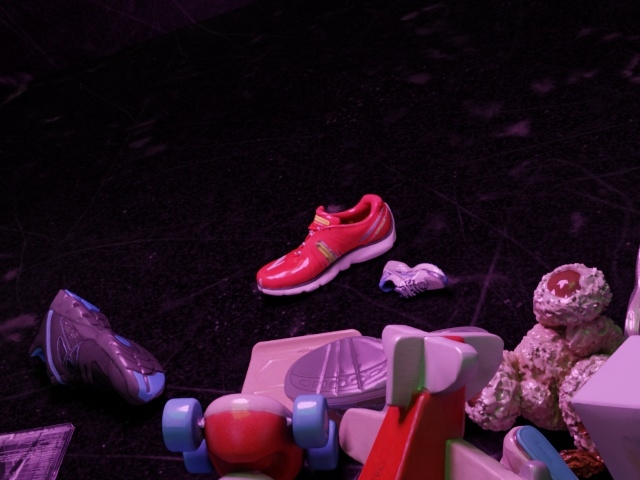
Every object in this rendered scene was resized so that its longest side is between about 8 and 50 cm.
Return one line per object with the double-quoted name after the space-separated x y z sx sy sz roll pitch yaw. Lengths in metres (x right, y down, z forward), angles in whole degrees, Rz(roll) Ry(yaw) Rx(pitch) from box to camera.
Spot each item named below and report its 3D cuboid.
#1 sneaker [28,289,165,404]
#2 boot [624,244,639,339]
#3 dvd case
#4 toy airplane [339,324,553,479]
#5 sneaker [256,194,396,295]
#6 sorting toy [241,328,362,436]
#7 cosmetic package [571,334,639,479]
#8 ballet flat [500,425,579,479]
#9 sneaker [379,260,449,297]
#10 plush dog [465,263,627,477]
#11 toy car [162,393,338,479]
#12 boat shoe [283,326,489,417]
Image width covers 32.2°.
-0.388 0.214 1.920 0.341 0.125 0.140 30 84 48 "sneaker"
0.541 0.066 1.579 0.178 0.085 0.236 1 58 36 "boot"
-0.499 0.385 1.780 0.164 0.018 0.221 -11 32 13 "dvd case"
0.142 0.289 1.310 0.384 0.272 0.386 -48 28 35 "toy airplane"
0.000 0.000 1.993 0.279 0.118 0.107 -28 32 -13 "sneaker"
-0.032 0.234 1.738 0.193 0.038 0.208 -10 38 17 "sorting toy"
0.440 0.233 1.234 0.138 0.224 0.224 -38 16 -27 "cosmetic package"
0.303 0.333 1.342 0.086 0.086 0.248 -29 54 -14 "ballet flat"
0.156 0.074 1.869 0.135 0.052 0.058 2 47 44 "sneaker"
0.355 0.198 1.477 0.262 0.210 0.225 -50 49 6 "plush dog"
-0.095 0.344 1.507 0.219 0.210 0.238 -2 63 8 "toy car"
0.105 0.204 1.615 0.320 0.103 0.118 -12 39 13 "boat shoe"
